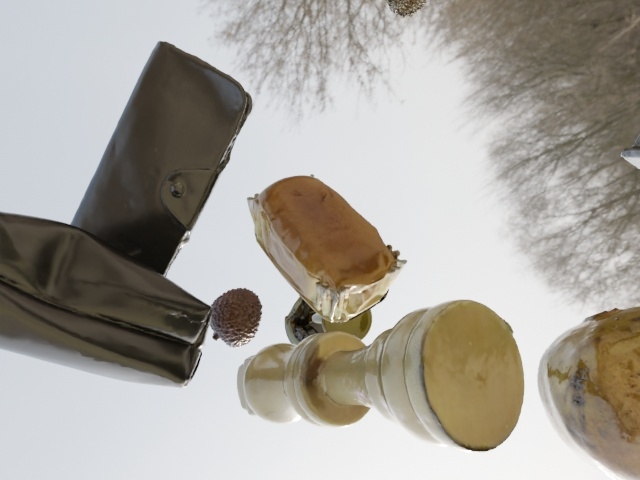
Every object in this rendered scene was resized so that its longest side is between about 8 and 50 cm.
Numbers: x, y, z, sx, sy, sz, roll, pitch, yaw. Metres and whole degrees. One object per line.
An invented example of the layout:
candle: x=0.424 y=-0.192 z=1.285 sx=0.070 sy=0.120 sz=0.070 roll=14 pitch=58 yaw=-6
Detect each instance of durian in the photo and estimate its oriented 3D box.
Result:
durian: x=0.143 y=-0.411 z=0.845 sx=0.080 sy=0.091 sz=0.080 roll=4 pitch=-111 yaw=-9

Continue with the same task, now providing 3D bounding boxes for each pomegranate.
pomegranate: x=0.481 y=0.227 z=0.776 sx=0.281 sy=0.281 sz=0.281 roll=28 pitch=-136 yaw=-31

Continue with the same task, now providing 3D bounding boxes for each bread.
bread: x=0.000 y=0.000 z=0.776 sx=0.136 sy=0.107 sz=0.241 roll=-24 pitch=-127 yaw=-25

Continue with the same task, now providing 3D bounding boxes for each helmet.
helmet: x=0.011 y=0.237 z=1.390 sx=0.198 sy=0.130 sz=0.224 roll=28 pitch=-134 yaw=29

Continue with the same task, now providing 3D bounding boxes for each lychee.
lychee: x=-0.183 y=0.161 z=1.107 sx=0.123 sy=0.123 sz=0.129 roll=31 pitch=-108 yaw=-29

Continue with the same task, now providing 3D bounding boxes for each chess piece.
chess piece: x=0.009 y=0.148 z=0.543 sx=0.117 sy=0.397 sz=0.117 roll=11 pitch=-111 yaw=-32

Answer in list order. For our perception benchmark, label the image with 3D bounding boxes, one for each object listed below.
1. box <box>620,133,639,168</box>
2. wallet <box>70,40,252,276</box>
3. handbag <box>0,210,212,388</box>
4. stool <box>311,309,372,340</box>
box: x=0.510 y=-0.103 z=0.461 sx=0.251 sy=0.204 sz=0.345 roll=28 pitch=-170 yaw=-3
wallet: x=-0.257 y=-0.102 z=0.803 sx=0.197 sy=0.378 sz=0.051 roll=31 pitch=-173 yaw=11
handbag: x=-0.334 y=0.074 z=0.673 sx=0.342 sy=0.288 sz=0.152 roll=35 pitch=-114 yaw=-40
stool: x=0.052 y=0.173 z=1.150 sx=0.135 sy=0.110 sz=0.134 roll=-2 pitch=-95 yaw=-7
